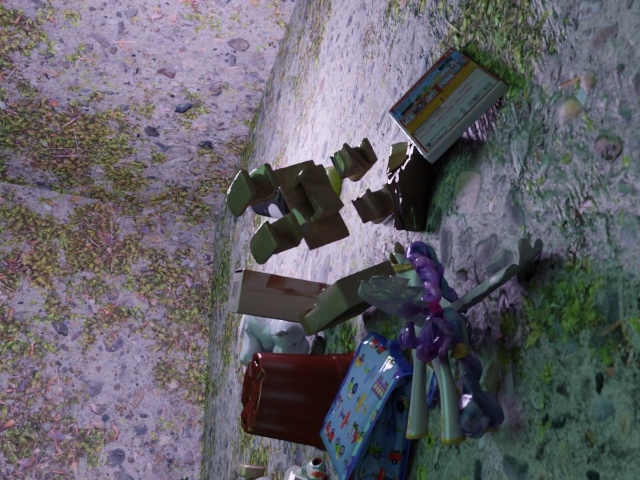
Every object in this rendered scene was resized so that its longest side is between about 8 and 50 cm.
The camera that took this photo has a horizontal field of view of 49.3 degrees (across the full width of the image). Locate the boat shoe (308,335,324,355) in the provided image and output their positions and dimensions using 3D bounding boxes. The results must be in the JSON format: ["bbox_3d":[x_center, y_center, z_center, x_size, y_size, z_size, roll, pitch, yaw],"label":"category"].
[{"bbox_3d":[-0.014,0.343,2.060,0.038,0.046,0.125,155,132,-75],"label":"boat shoe"}]

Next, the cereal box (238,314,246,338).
[{"bbox_3d":[-0.174,0.241,2.416,0.047,0.173,0.240,-115,38,-60],"label":"cereal box"}]

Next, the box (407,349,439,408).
[{"bbox_3d":[0.208,0.281,1.410,0.136,0.028,0.081,-143,64,-69],"label":"box"}]

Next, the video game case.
[{"bbox_3d":[0.255,-0.291,1.457,0.204,0.025,0.285,-45,28,14],"label":"video game case"}]

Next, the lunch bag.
[{"bbox_3d":[0.114,0.344,1.483,0.221,0.138,0.293,-133,55,-70],"label":"lunch bag"}]

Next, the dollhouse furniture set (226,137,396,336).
[{"bbox_3d":[0.000,0.000,1.728,0.394,0.362,0.256,64,150,12],"label":"dollhouse furniture set"}]

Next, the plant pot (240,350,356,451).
[{"bbox_3d":[-0.053,0.401,1.773,0.272,0.265,0.272,-170,90,-74],"label":"plant pot"}]

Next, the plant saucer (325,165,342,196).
[{"bbox_3d":[0.013,-0.157,2.265,0.188,0.045,0.188,-172,93,-73],"label":"plant saucer"}]

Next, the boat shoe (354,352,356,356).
[{"bbox_3d":[0.106,0.307,1.715,0.100,0.035,0.035,32,108,65],"label":"boat shoe"}]

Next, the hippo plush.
[{"bbox_3d":[-0.114,0.290,2.237,0.236,0.234,0.294,4,100,43],"label":"hippo plush"}]

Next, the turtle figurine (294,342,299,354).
[{"bbox_3d":[-0.042,0.419,1.972,0.175,0.118,0.234,-31,-60,-74],"label":"turtle figurine"}]

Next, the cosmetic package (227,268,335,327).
[{"bbox_3d":[-0.107,0.170,2.035,0.153,0.296,0.129,166,115,-70],"label":"cosmetic package"}]

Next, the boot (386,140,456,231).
[{"bbox_3d":[0.227,-0.124,1.550,0.248,0.090,0.207,180,85,-68],"label":"boot"}]

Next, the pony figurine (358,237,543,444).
[{"bbox_3d":[0.201,0.148,1.180,0.351,0.302,0.364,130,133,-73],"label":"pony figurine"}]

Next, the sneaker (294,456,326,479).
[{"bbox_3d":[-0.020,0.632,1.913,0.075,0.057,0.161,-66,12,-15],"label":"sneaker"}]

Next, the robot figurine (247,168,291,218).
[{"bbox_3d":[-0.157,-0.167,2.486,0.174,0.278,0.209,-57,-37,-30],"label":"robot figurine"}]

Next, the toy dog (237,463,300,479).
[{"bbox_3d":[-0.125,0.765,2.064,0.333,0.161,0.220,23,100,57],"label":"toy dog"}]
